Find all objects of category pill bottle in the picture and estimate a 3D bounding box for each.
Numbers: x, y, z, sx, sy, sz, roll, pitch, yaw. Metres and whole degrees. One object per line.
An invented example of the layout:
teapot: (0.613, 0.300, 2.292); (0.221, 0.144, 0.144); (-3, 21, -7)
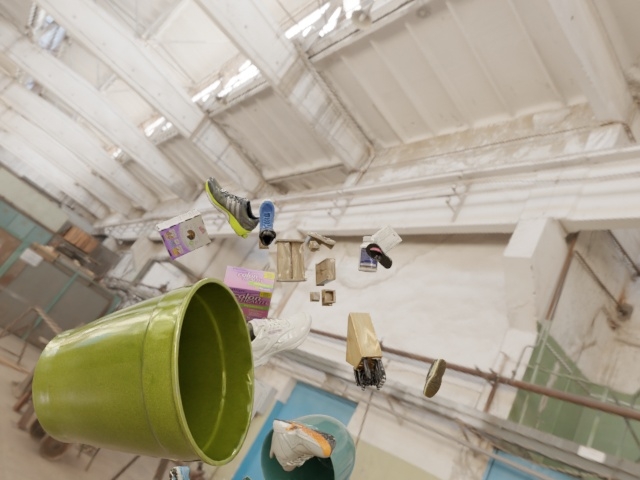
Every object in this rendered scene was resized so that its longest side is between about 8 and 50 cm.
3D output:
pill bottle: (0.237, 0.069, 2.369); (0.094, 0.169, 0.094); (6, -8, 1)

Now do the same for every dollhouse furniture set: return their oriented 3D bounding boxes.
dollhouse furniture set: (-0.124, 0.161, 2.284); (0.356, 0.302, 0.174); (2, -15, -18)

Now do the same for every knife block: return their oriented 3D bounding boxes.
knife block: (0.181, 0.425, 1.862); (0.088, 0.275, 0.242); (5, -3, -18)

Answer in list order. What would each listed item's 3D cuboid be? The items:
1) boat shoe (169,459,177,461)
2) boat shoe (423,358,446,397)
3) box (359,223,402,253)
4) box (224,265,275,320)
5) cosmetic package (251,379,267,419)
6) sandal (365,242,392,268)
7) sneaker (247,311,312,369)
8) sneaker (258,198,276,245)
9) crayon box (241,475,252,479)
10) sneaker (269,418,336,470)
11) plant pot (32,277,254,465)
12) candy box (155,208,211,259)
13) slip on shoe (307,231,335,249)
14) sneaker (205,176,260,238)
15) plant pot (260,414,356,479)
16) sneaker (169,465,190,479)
boat shoe: (-0.474, 0.717, 1.798); (0.080, 0.224, 0.073); (29, -41, 31)
boat shoe: (0.416, 0.507, 1.787); (0.056, 0.152, 0.049); (39, -22, -14)
box: (0.318, 0.021, 2.599); (0.119, 0.181, 0.182); (51, -8, 6)
box: (-0.328, 0.245, 2.179); (0.214, 0.117, 0.242); (9, -44, -7)
cosmetic package: (-0.299, 0.481, 1.529); (0.152, 0.151, 0.183); (1, -45, 37)
sandal: (0.241, 0.062, 2.067); (0.040, 0.067, 0.179); (2, 24, -31)
sneaker: (-0.158, 0.313, 1.634); (0.114, 0.305, 0.152); (24, -45, 50)
sneaker: (-0.173, -0.054, 1.586); (0.058, 0.152, 0.084); (1, 31, -19)
crayon box: (-0.274, 1.223, 2.167); (0.313, 0.106, 0.362); (40, -36, 9)
sneaker: (-0.051, 0.559, 1.293); (0.099, 0.120, 0.262); (22, -20, -26)
plant pot: (-0.369, 0.282, 1.015); (0.354, 0.366, 0.366); (-9, -32, 11)
candy box: (-0.619, -0.029, 2.205); (0.070, 0.196, 0.164); (41, -31, 49)
slip on shoe: (0.000, 0.000, 2.116); (0.136, 0.041, 0.051); (21, 10, -24)
sneaker: (-0.370, -0.159, 2.079); (0.121, 0.111, 0.300); (-35, -77, 20)
plant pot: (-0.015, 0.728, 1.644); (0.293, 0.292, 0.235); (18, 9, 31)
sneaker: (-0.435, 0.807, 1.559); (0.064, 0.161, 0.073); (-16, -15, 39)
